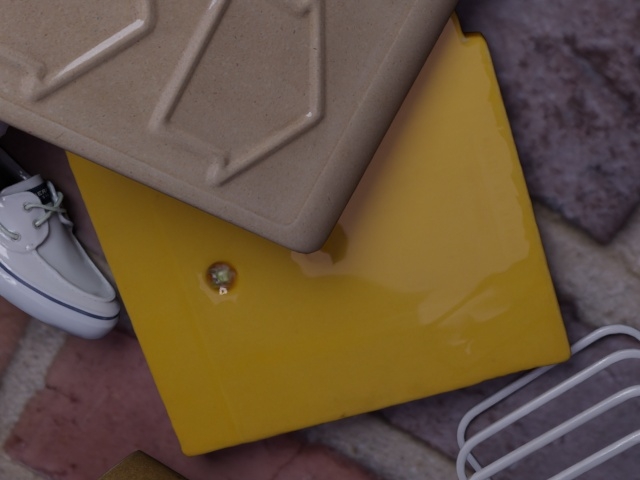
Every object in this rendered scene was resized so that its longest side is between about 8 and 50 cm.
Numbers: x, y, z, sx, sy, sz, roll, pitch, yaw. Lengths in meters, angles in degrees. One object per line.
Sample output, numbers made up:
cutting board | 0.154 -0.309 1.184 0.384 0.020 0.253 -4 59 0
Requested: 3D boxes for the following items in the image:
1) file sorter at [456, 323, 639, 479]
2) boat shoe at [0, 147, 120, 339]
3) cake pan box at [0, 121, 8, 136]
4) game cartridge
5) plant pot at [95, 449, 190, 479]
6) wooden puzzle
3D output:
file sorter | 0.202 0.200 0.718 0.192 0.278 0.173 -35 97 15
boat shoe | -0.235 -0.018 0.792 0.226 0.083 0.076 40 109 -6
cake pan box | -0.308 -0.165 0.716 0.245 0.070 0.267 36 112 15
game cartridge | 0.000 0.000 0.795 0.323 0.053 0.285 -16 105 8
plant pot | -0.115 0.305 0.829 0.237 0.237 0.254 -41 84 17
wooden puzzle | -0.062 -0.191 0.624 0.347 0.080 0.322 24 100 -34
